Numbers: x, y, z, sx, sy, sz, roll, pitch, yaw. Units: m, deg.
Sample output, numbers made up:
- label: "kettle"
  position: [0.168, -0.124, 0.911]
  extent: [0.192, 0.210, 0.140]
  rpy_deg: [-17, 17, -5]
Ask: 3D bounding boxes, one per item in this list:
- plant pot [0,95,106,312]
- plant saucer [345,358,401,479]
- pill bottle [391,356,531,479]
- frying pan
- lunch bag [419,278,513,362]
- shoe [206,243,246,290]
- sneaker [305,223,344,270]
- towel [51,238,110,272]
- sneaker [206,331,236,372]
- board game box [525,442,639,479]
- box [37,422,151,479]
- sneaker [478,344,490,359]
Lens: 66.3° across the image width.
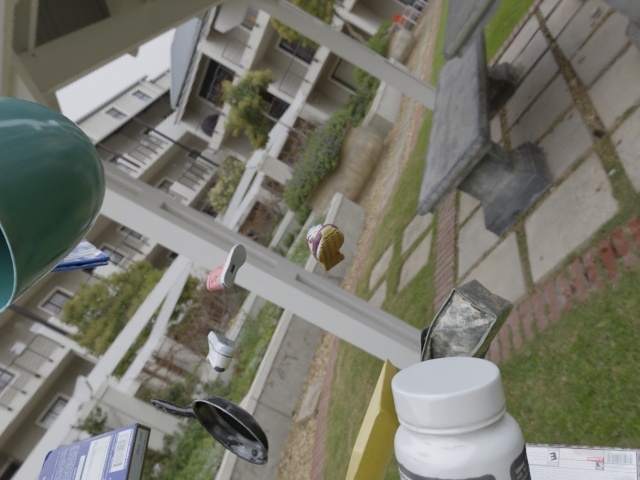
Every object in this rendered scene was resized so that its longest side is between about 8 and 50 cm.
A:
- label: "plant pot"
  position: [-0.469, -0.075, 0.721]
  extent: [0.293, 0.293, 0.235]
  rpy_deg: [-57, -1, 34]
- label: "plant saucer"
  position: [0.149, 0.529, 1.303]
  extent: [0.333, 0.081, 0.333]
  rpy_deg: [-37, -34, -76]
- label: "pill bottle"
  position: [0.232, 0.388, 0.784]
  extent: [0.204, 0.204, 0.361]
  rpy_deg: [-173, 72, -83]
- label: "frying pan"
  position: [-0.226, 0.404, 1.068]
  extent: [0.326, 0.197, 0.053]
  rpy_deg: [-16, 25, 47]
- label: "lunch bag"
  position: [0.402, 0.274, 1.423]
  extent: [0.235, 0.169, 0.287]
  rpy_deg: [-5, -54, -58]
- label: "shoe"
  position: [-0.300, 0.085, 1.557]
  extent: [0.081, 0.063, 0.178]
  rpy_deg: [-15, 39, 29]
- label: "sneaker"
  position: [0.000, 0.000, 0.983]
  extent: [0.069, 0.084, 0.185]
  rpy_deg: [-36, -19, -11]
- label: "towel"
  position: [-0.773, 0.044, 1.476]
  extent: [0.285, 0.209, 0.034]
  rpy_deg: [16, 110, 51]
- label: "sneaker"
  position: [-0.328, 0.354, 1.567]
  extent: [0.091, 0.094, 0.258]
  rpy_deg: [-64, 10, -8]
- label: "board game box"
  position: [0.475, 0.526, 0.850]
  extent: [0.232, 0.141, 0.291]
  rpy_deg: [-23, 37, 49]
- label: "box"
  position: [-0.360, 0.375, 0.752]
  extent: [0.225, 0.036, 0.136]
  rpy_deg: [-23, 47, 23]
- label: "sneaker"
  position: [0.513, 0.307, 1.644]
  extent: [0.228, 0.130, 0.087]
  rpy_deg: [-63, -16, -4]
